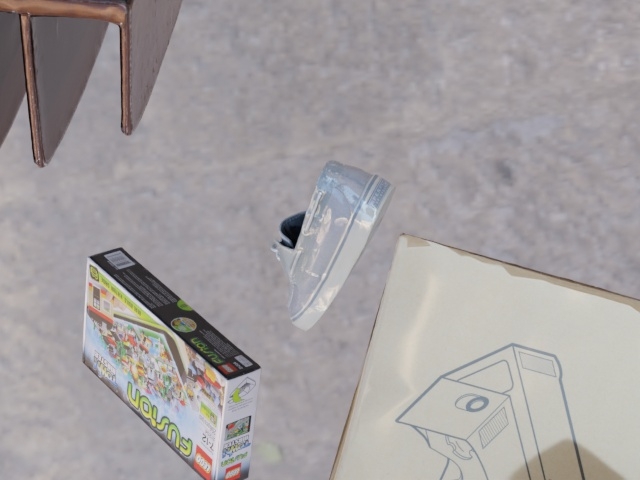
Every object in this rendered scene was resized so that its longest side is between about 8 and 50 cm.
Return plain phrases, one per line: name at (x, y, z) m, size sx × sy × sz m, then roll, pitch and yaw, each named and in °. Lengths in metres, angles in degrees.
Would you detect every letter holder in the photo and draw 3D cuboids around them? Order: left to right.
letter holder at (-0.190, -0.180, 1.255) m, size 0.152 × 0.302 × 0.214 m, roll 6°, pitch 130°, yaw 4°

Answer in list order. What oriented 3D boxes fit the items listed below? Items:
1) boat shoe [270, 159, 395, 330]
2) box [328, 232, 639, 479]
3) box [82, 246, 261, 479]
boat shoe at (0.000, 0.000, 1.494) m, size 0.081 × 0.079 × 0.227 m, roll 31°, pitch 142°, yaw 3°
box at (0.092, 0.113, 0.834) m, size 0.164 × 0.021 × 0.201 m, roll 16°, pitch 95°, yaw -4°
box at (-0.128, 0.104, 1.328) m, size 0.207 × 0.036 × 0.114 m, roll 36°, pitch 130°, yaw 40°
